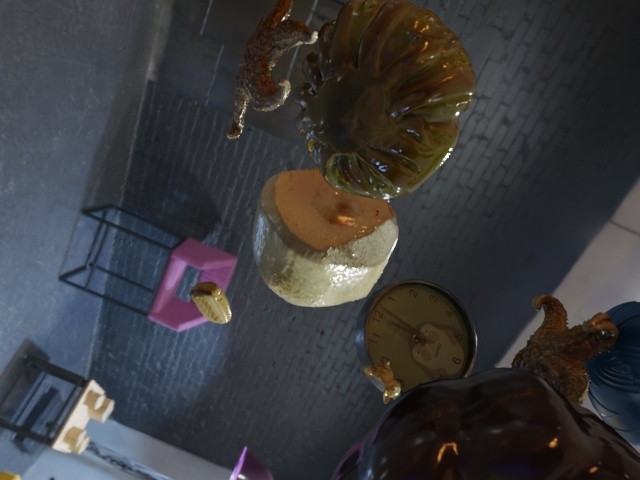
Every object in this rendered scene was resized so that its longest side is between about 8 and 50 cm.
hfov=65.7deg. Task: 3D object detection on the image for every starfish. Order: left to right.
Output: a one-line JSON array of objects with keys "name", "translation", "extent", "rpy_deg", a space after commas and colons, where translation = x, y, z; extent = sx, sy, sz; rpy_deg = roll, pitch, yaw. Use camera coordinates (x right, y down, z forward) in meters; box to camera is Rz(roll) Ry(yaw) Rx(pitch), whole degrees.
[{"name": "starfish", "translation": [-0.094, -0.322, 0.842], "extent": [0.299, 0.060, 0.302], "rpy_deg": [-37, -136, 49]}, {"name": "starfish", "translation": [0.393, 0.232, 0.905], "extent": [0.303, 0.113, 0.312], "rpy_deg": [-48, 175, -9]}]

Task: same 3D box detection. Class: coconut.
[{"name": "coconut", "translation": [0.000, 0.000, 1.038], "extent": [0.254, 0.297, 0.297], "rpy_deg": [107, 4, -53]}]

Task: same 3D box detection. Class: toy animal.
[{"name": "toy animal", "translation": [0.137, 0.304, 1.059], "extent": [0.081, 0.061, 0.083], "rpy_deg": [-37, -116, 40]}]

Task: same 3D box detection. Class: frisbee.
[{"name": "frisbee", "translation": [0.524, 0.219, 0.821], "extent": [0.242, 0.045, 0.242], "rpy_deg": [-171, -90, -73]}]

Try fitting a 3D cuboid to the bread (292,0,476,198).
[{"name": "bread", "translation": [0.053, -0.144, 0.529], "extent": [0.105, 0.213, 0.213], "rpy_deg": [-33, 156, -43]}]

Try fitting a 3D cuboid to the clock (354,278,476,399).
[{"name": "clock", "translation": [0.247, 0.252, 1.270], "extent": [0.066, 0.319, 0.318], "rpy_deg": [126, -12, -66]}]

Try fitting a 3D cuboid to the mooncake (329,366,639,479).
[{"name": "mooncake", "translation": [0.147, 0.268, 0.428], "extent": [0.306, 0.306, 0.154], "rpy_deg": [-67, 168, 2]}]

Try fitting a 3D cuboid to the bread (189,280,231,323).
[{"name": "bread", "translation": [-0.250, 0.140, 1.156], "extent": [0.056, 0.082, 0.115], "rpy_deg": [-58, 134, -40]}]
